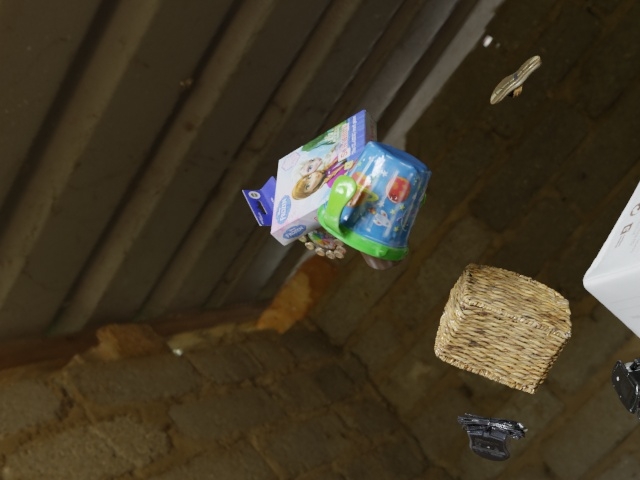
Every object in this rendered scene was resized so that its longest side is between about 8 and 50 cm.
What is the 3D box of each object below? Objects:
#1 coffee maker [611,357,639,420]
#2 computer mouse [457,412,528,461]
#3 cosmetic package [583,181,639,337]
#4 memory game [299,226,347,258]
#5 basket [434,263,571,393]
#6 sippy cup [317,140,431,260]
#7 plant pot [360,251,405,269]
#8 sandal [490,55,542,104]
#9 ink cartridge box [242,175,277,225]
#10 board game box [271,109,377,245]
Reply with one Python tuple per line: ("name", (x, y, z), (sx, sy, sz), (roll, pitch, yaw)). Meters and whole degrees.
("coffee maker", (0.853, 0.373, 1.969), (0.178, 0.171, 0.120), (-9, -27, -7))
("computer mouse", (0.492, 0.551, 2.233), (0.272, 0.189, 0.072), (73, -149, -54))
("cosmetic package", (0.747, 0.052, 1.328), (0.329, 0.394, 0.327), (-51, 6, -25))
("memory game", (0.000, 0.000, 2.430), (0.012, 0.186, 0.186), (-59, -15, -27))
("basket", (0.473, 0.219, 2.049), (0.213, 0.299, 0.223), (-70, -1, -56))
("sippy cup", (0.142, -0.105, 1.850), (0.305, 0.240, 0.224), (-77, 13, -73))
("plant pot", (0.159, -0.014, 2.141), (0.167, 0.167, 0.165), (-39, -43, -13))
("sandal", (0.517, -0.410, 2.051), (0.180, 0.049, 0.072), (-40, 22, 38))
("ink cartridge box", (-0.033, -0.120, 2.361), (0.371, 0.175, 0.069), (-4, -49, -26))
("board game box", (0.012, -0.176, 2.162), (0.318, 0.318, 0.066), (-28, -53, 26))
